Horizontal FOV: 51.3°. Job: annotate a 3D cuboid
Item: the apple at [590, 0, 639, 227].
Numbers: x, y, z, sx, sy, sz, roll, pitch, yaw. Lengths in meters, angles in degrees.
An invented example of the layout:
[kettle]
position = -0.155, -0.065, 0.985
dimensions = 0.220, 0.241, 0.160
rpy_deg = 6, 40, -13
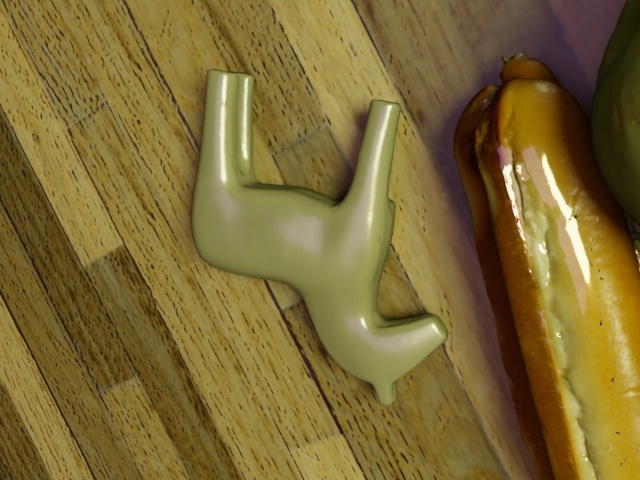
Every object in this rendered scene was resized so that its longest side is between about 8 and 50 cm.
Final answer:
[apple]
position = 0.264, -0.089, 0.306
dimensions = 0.279, 0.279, 0.279
rpy_deg = 5, 103, 22

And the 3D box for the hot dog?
[hot dog]
position = 0.169, 0.039, 0.444
dimensions = 0.100, 0.135, 0.337
rpy_deg = -14, 96, 3

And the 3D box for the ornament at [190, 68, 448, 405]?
[ornament]
position = 0.000, 0.000, 0.542
dimensions = 0.230, 0.061, 0.244
rpy_deg = 13, 105, 18
